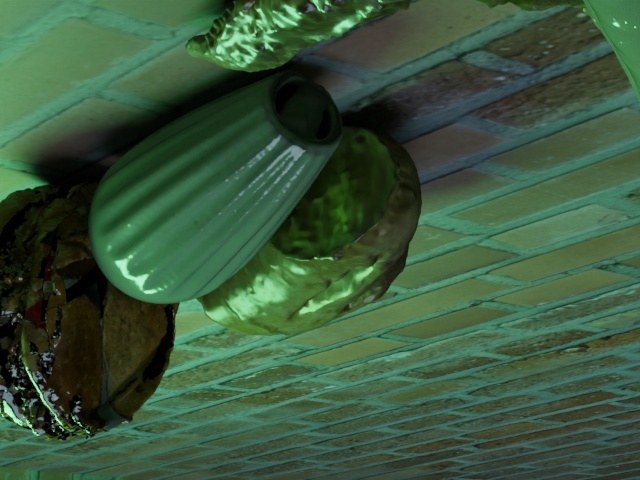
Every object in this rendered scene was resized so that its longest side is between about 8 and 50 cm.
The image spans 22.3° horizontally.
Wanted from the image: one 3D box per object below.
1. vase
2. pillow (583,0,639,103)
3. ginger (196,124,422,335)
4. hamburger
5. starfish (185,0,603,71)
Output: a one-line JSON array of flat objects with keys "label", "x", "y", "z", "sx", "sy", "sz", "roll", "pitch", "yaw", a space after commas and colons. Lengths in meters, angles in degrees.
[{"label": "vase", "x": -0.077, "y": -0.043, "z": 1.224, "sx": 0.128, "sy": 0.128, "sz": 0.248, "roll": 9, "pitch": 151, "yaw": -35}, {"label": "pillow", "x": 0.244, "y": -0.153, "z": 0.804, "sx": 0.255, "sy": 0.120, "sz": 0.322, "roll": -8, "pitch": 142, "yaw": 30}, {"label": "ginger", "x": 0.000, "y": 0.000, "z": 1.360, "sx": 0.189, "sy": 0.126, "sz": 0.354, "roll": 4, "pitch": 163, "yaw": -14}, {"label": "hamburger", "x": -0.203, "y": 0.055, "z": 1.378, "sx": 0.106, "sy": 0.231, "sz": 0.231, "roll": 3, "pitch": 167, "yaw": 24}, {"label": "starfish", "x": 0.021, "y": -0.158, "z": 0.933, "sx": 0.324, "sy": 0.082, "sz": 0.432, "roll": -13, "pitch": 163, "yaw": 22}]
